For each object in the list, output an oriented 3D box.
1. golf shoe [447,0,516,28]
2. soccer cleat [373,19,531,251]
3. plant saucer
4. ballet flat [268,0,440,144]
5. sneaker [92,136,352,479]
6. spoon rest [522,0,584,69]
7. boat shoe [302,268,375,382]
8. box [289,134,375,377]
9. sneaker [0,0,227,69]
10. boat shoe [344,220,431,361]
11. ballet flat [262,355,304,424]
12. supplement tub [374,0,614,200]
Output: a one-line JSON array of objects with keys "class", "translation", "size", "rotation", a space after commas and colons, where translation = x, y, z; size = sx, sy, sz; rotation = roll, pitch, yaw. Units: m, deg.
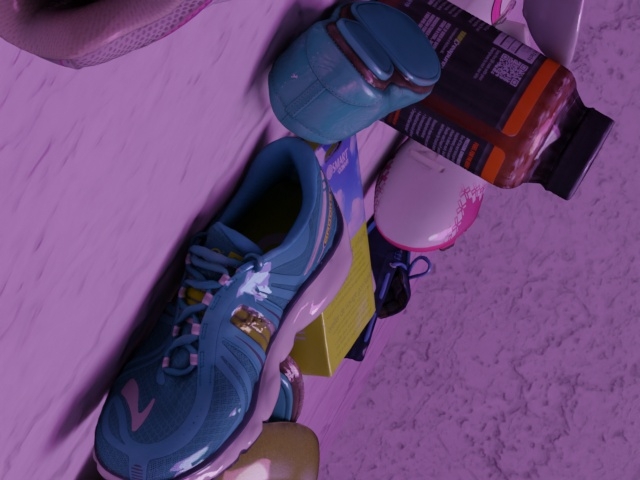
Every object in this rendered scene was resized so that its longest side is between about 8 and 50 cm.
[{"class": "golf shoe", "translation": [0.147, -0.256, 1.560], "size": [0.086, 0.067, 0.186], "rotation": [6, 122, -48]}, {"class": "soccer cleat", "translation": [0.141, -0.122, 1.888], "size": [0.331, 0.116, 0.143], "rotation": [-56, 156, -47]}, {"class": "plant saucer", "translation": [-0.096, 0.221, 1.318], "size": [0.241, 0.037, 0.241], "rotation": [-27, 153, -15]}, {"class": "ballet flat", "translation": [0.015, -0.108, 1.178], "size": [0.087, 0.083, 0.247], "rotation": [-37, 179, 16]}, {"class": "sneaker", "translation": [-0.070, 0.044, 1.157], "size": [0.110, 0.107, 0.275], "rotation": [80, 31, -48]}, {"class": "spoon rest", "translation": [0.202, -0.266, 1.355], "size": [0.137, 0.084, 0.276], "rotation": [56, 39, -82]}, {"class": "boat shoe", "translation": [-0.030, 0.064, 1.542], "size": [0.219, 0.078, 0.070], "rotation": [-49, 133, -43]}, {"class": "box", "translation": [0.000, 0.000, 1.342], "size": [0.109, 0.042, 0.178], "rotation": [-53, 141, -54]}, {"class": "sneaker", "translation": [-0.039, -0.139, 0.516], "size": [0.111, 0.103, 0.252], "rotation": [-56, 171, -42]}, {"class": "boat shoe", "translation": [0.059, 0.058, 2.017], "size": [0.258, 0.089, 0.109], "rotation": [-54, 170, -43]}, {"class": "ballet flat", "translation": [-0.089, 0.146, 1.391], "size": [0.316, 0.108, 0.106], "rotation": [120, -15, -45]}, {"class": "supplement tub", "translation": [0.117, -0.107, 1.336], "size": [0.106, 0.198, 0.106], "rotation": [-58, 173, -12]}]
